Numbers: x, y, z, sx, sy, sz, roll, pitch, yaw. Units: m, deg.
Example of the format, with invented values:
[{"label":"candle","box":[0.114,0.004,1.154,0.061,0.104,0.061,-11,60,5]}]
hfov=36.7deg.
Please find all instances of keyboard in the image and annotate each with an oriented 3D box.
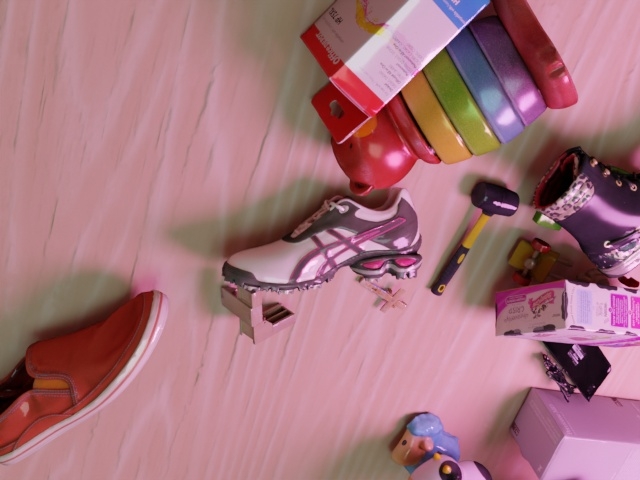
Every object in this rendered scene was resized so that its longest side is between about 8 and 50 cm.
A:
[{"label":"keyboard","box":[0.387,0.181,1.526,0.100,0.038,0.192,-49,123,-13]}]

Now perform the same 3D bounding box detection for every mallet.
[{"label":"mallet","box":[0.200,-0.001,1.352,0.062,0.039,0.189,24,115,-27]}]

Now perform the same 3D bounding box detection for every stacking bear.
[{"label":"stacking bear","box":[0.144,-0.163,1.166,0.289,0.175,0.164,-29,152,14]}]

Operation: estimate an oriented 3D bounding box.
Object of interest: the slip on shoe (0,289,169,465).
[{"label":"slip on shoe","box":[-0.331,0.169,1.251,0.331,0.123,0.101,-36,120,12]}]

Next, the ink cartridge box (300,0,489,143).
[{"label":"ink cartridge box","box":[0.064,-0.235,1.106,0.231,0.134,0.078,-44,123,11]}]

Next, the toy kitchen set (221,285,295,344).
[{"label":"toy kitchen set","box":[-0.085,0.080,1.314,0.075,0.068,0.083,-26,130,-34]}]

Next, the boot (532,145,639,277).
[{"label":"boot","box":[0.411,-0.079,1.282,0.178,0.085,0.236,34,103,-27]}]

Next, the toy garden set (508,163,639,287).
[{"label":"toy garden set","box":[0.400,-0.012,1.397,0.244,0.049,0.204,15,113,-25]}]

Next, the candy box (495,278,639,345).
[{"label":"candy box","box":[0.391,0.109,1.388,0.233,0.159,0.071,7,78,-26]}]

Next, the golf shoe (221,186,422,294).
[{"label":"golf shoe","box":[0.000,0.000,1.268,0.273,0.105,0.120,-8,104,-16]}]

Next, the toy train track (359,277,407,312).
[{"label":"toy train track","box":[0.089,0.074,1.376,0.083,0.014,0.048,32,115,-24]}]

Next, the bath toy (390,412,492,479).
[{"label":"bath toy","box":[0.242,0.406,1.424,0.151,0.348,0.129,-5,122,-31]}]

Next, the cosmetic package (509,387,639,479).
[{"label":"cosmetic package","box":[0.444,0.323,1.566,0.238,0.127,0.107,11,117,-24]}]
